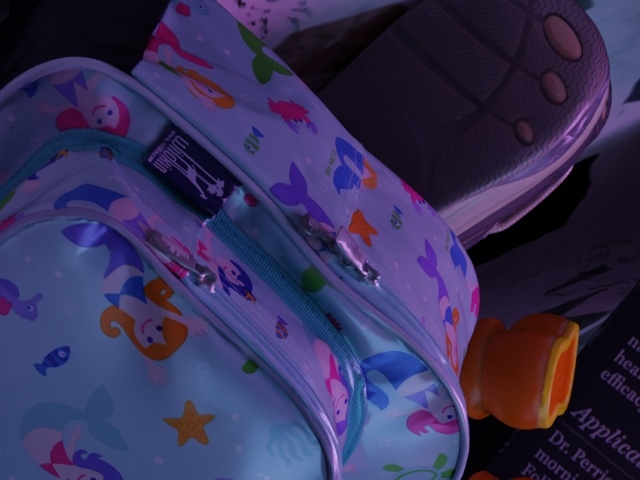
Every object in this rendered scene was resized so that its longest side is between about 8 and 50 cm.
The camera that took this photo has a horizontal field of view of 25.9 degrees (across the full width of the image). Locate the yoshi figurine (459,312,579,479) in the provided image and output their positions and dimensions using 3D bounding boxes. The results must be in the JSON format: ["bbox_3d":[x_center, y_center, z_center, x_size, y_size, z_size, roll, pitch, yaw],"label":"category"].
[{"bbox_3d":[-0.026,0.111,0.874,0.362,0.203,0.203,4,134,15],"label":"yoshi figurine"}]

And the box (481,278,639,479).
[{"bbox_3d":[0.365,0.174,1.043,0.471,0.297,0.480,-49,156,-1],"label":"box"}]

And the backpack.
[{"bbox_3d":[-0.062,0.043,0.568,0.253,0.191,0.225,38,122,-25],"label":"backpack"}]

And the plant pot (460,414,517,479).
[{"bbox_3d":[0.068,0.152,1.059,0.187,0.167,0.188,-49,156,-3],"label":"plant pot"}]

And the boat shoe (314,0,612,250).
[{"bbox_3d":[0.000,0.000,0.738,0.355,0.132,0.130,-27,157,16],"label":"boat shoe"}]
